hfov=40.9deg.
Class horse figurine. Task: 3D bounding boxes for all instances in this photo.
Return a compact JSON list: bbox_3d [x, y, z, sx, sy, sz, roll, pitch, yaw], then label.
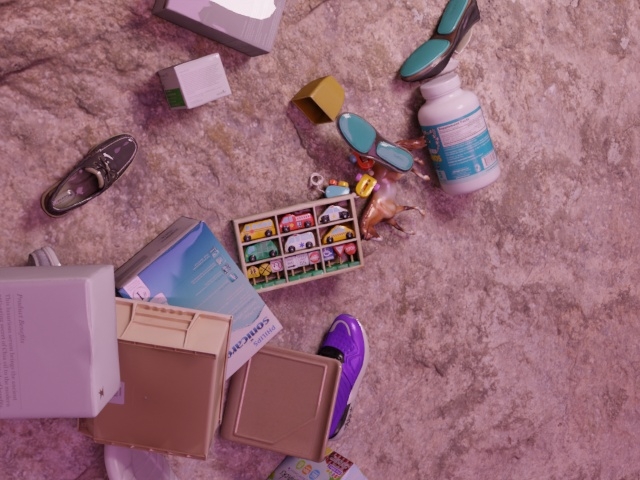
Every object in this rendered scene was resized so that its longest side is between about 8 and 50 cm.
[{"bbox_3d":[0.170,-0.119,1.979,0.175,0.066,0.263,8,92,-31],"label":"horse figurine"}]

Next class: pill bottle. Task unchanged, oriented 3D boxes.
[{"bbox_3d":[0.316,-0.250,2.002,0.146,0.146,0.264,-29,109,-24],"label":"pill bottle"}]

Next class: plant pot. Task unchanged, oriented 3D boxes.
[{"bbox_3d":[0.005,-0.310,1.859,0.081,0.081,0.083,45,69,-26],"label":"plant pot"}]

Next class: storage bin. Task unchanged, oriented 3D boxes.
[{"bbox_3d":[-0.314,0.260,1.612,0.261,0.123,0.262,10,120,0],"label":"storage bin"}]

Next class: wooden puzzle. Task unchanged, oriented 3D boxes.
[{"bbox_3d":[-0.083,0.339,1.827,0.239,0.044,0.220,11,90,15],"label":"wooden puzzle"}]

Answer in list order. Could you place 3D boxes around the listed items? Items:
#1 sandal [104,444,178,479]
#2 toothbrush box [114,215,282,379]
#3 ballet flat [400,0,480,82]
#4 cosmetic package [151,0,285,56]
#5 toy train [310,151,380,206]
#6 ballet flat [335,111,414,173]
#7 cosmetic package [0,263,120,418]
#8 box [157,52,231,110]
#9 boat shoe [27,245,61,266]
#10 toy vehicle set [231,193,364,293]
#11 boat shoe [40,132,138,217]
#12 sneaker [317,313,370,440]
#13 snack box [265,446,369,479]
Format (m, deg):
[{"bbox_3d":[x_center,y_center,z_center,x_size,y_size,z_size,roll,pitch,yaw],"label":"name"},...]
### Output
[{"bbox_3d":[-0.334,0.564,1.746,0.102,0.169,0.416,-24,113,17],"label":"sandal"},{"bbox_3d":[-0.253,0.131,1.732,0.216,0.126,0.295,-43,113,-17],"label":"toothbrush box"},{"bbox_3d":[0.294,-0.451,2.000,0.280,0.095,0.096,-54,129,-14],"label":"ballet flat"},{"bbox_3d":[-0.201,-0.468,1.711,0.238,0.107,0.127,20,86,-27],"label":"cosmetic package"},{"bbox_3d":[0.063,-0.139,1.929,0.166,0.046,0.125,-30,76,-14],"label":"toy train"},{"bbox_3d":[0.110,-0.210,1.886,0.213,0.068,0.072,31,83,-21],"label":"ballet flat"},{"bbox_3d":[-0.578,0.165,1.419,0.454,0.161,0.229,-1,97,2],"label":"cosmetic package"},{"bbox_3d":[-0.250,-0.313,1.698,0.102,0.101,0.087,-24,106,-25],"label":"box"},{"bbox_3d":[-0.530,0.170,1.590,0.103,0.118,0.320,-1,103,-34],"label":"boat shoe"},{"bbox_3d":[-0.046,0.007,1.851,0.267,0.035,0.165,-13,102,-13],"label":"toy vehicle set"},{"bbox_3d":[-0.430,-0.122,1.633,0.223,0.073,0.080,-42,114,-19],"label":"boat shoe"},{"bbox_3d":[0.016,0.306,1.897,0.146,0.102,0.293,12,89,-50],"label":"sneaker"},{"bbox_3d":[-0.020,0.535,1.865,0.174,0.207,0.070,-45,114,-17],"label":"snack box"}]
